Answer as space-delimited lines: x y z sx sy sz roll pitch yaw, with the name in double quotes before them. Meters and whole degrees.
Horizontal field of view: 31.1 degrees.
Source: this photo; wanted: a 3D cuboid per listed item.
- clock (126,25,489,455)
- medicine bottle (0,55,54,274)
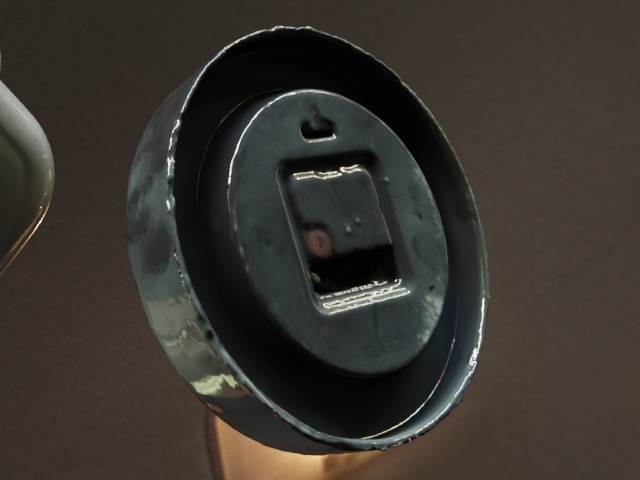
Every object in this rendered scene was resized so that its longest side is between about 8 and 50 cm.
"clock" 0.000 0.000 0.742 0.280 0.055 0.281 18 -118 -39
"medicine bottle" -0.335 -0.076 0.623 0.282 0.123 0.375 -55 -50 -22
